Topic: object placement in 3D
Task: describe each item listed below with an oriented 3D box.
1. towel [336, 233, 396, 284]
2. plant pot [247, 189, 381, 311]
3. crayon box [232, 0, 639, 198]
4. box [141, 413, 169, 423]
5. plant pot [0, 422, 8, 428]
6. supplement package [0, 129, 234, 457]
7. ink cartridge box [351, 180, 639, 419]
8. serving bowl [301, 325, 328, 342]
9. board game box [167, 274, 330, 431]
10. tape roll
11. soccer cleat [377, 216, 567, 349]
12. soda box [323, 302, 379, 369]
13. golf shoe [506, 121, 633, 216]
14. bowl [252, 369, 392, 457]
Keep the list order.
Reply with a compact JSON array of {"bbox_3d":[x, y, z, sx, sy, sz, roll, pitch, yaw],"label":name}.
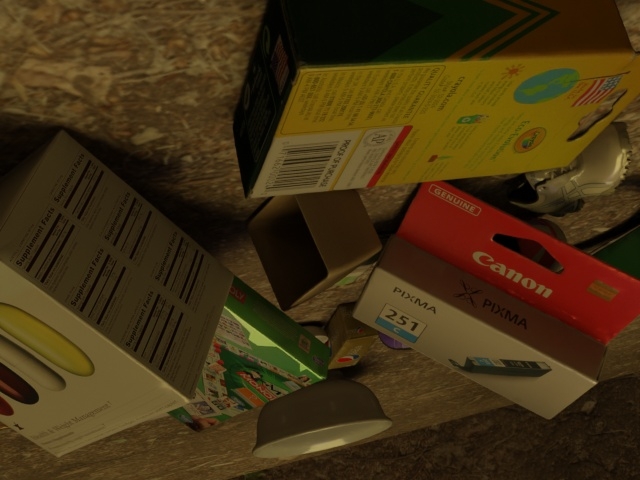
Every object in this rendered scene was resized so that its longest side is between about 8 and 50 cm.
[{"bbox_3d":[0.029,0.032,1.144,0.113,0.023,0.152,-3,157,-25],"label":"towel"},{"bbox_3d":[0.000,0.000,0.940,0.096,0.109,0.109,-14,163,-36],"label":"plant pot"},{"bbox_3d":[0.102,-0.123,0.704,0.318,0.081,0.202,-6,158,-18],"label":"crayon box"},{"bbox_3d":[-0.251,0.223,1.377,0.289,0.087,0.169,-15,159,4],"label":"box"},{"bbox_3d":[-0.510,0.266,1.408,0.236,0.032,0.236,-12,159,-5],"label":"plant pot"},{"bbox_3d":[-0.226,0.055,0.748,0.194,0.149,0.203,-28,122,34],"label":"supplement package"},{"bbox_3d":[0.206,0.079,1.035,0.296,0.066,0.261,27,147,4],"label":"ink cartridge box"},{"bbox_3d":[-0.030,0.160,1.435,0.083,0.027,0.083,-11,160,-4],"label":"serving bowl"},{"bbox_3d":[-0.173,0.085,0.915,0.213,0.046,0.317,-28,125,33],"label":"board game box"},{"bbox_3d":[0.384,0.060,1.216,0.321,0.077,0.321,-29,171,-5],"label":"tape roll"},{"bbox_3d":[0.182,0.057,1.196,0.318,0.109,0.116,-32,151,32],"label":"soccer cleat"},{"bbox_3d":[0.046,0.160,1.432,0.058,0.061,0.181,-7,159,-14],"label":"soda box"},{"bbox_3d":[0.276,-0.074,0.967,0.086,0.069,0.176,0,155,-18],"label":"golf shoe"},{"bbox_3d":[-0.007,0.354,1.805,0.297,0.134,0.298,-11,160,-4],"label":"bowl"}]
